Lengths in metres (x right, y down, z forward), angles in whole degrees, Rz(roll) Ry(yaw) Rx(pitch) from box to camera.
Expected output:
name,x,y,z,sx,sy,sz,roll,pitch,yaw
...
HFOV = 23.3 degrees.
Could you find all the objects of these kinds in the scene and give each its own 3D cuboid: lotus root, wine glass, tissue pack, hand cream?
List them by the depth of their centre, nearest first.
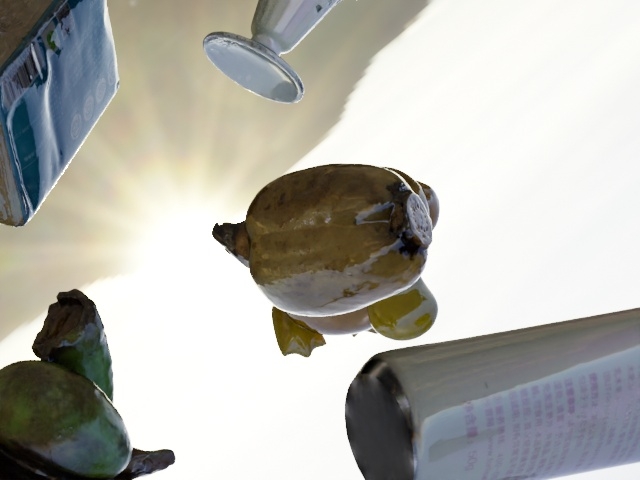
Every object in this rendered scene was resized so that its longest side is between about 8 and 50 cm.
name,x,y,z,sx,sy,sz,roll,pitch,yaw
hand cream,0.200,0.123,1.233,0.359,0.185,0.118,-7,-144,-22
lotus root,0.000,0.000,1.322,0.221,0.118,0.125,-10,-111,40
tissue pack,-0.326,-0.172,1.651,0.271,0.134,0.192,-64,159,-48
wine glass,-0.029,-0.267,1.745,0.196,0.165,0.165,-63,-166,-15

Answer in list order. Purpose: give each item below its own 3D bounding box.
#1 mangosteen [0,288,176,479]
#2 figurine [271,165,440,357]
name,x,y,z,sx,sy,sz,roll,pitch,yaw
mangosteen,-0.203,0.221,0.990,0.306,0.306,0.359,-26,-141,62
figurine,0.040,0.024,1.782,0.215,0.215,0.228,-44,-165,-30
